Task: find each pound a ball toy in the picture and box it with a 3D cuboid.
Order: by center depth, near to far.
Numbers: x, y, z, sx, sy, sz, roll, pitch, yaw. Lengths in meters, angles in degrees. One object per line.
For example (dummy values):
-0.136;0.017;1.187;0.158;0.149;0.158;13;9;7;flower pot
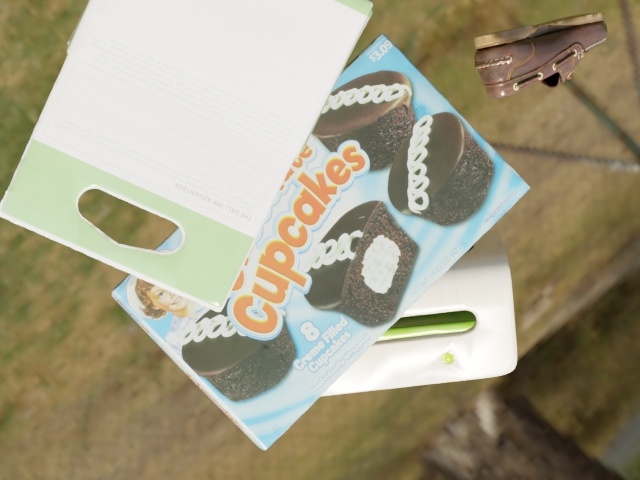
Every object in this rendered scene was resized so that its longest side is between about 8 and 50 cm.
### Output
0.017;0.048;1.636;0.319;0.135;0.208;-6;-162;2;pound a ball toy

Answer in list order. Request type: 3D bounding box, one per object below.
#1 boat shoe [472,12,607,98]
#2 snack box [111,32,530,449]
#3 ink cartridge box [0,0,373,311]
0.235;-0.196;1.796;0.207;0.073;0.073;-19;-174;-42;boat shoe
0.000;0.000;1.453;0.322;0.187;0.060;-45;-177;-8;snack box
-0.091;-0.093;1.130;0.235;0.171;0.056;-63;-170;14;ink cartridge box
